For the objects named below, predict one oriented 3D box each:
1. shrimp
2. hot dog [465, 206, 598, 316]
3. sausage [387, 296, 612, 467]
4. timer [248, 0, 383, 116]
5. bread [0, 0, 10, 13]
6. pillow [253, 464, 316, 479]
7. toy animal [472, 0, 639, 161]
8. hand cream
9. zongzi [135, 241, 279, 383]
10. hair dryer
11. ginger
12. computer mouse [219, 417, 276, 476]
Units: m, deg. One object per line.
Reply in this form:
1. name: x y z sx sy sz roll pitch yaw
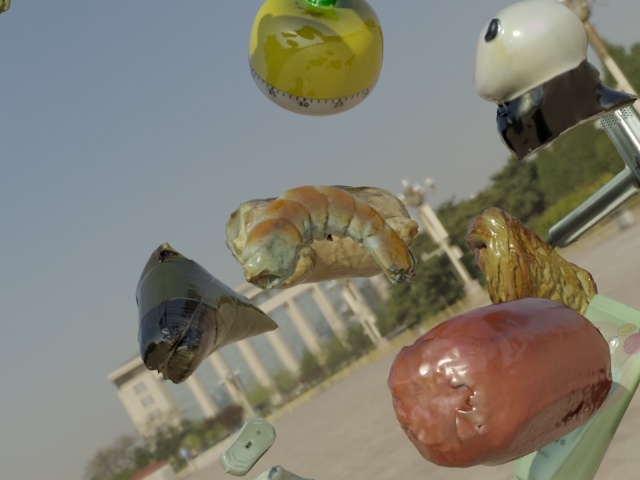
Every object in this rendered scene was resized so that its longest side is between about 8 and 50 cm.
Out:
1. shrimp: 0.010 0.018 0.999 0.161 0.166 0.049 -55 -3 -37
2. hot dog: 0.297 0.055 1.455 0.259 0.175 0.114 30 -55 -33
3. sausage: 0.182 0.136 0.983 0.280 0.152 0.152 -7 -23 -46
4. timer: -0.003 -0.398 1.863 0.285 0.285 0.285 -31 -7 -4
5. bread: -0.653 -0.427 1.680 0.252 0.196 0.238 7 69 44
6. pillow: -0.112 0.490 1.708 0.254 0.078 0.144 -51 -43 6
7. toy animal: 0.267 -0.201 1.181 0.166 0.179 0.138 -33 9 -18
8. hand cream: 0.327 0.223 1.247 0.305 0.093 0.147 -65 23 2
9. zongzi: -0.186 0.175 1.822 0.154 0.318 0.289 -55 26 24
10. hair dryer: 0.527 -0.023 1.639 0.156 0.320 0.284 -13 -35 -28
11. ginger: 0.000 0.000 1.349 0.276 0.130 0.221 -3 13 18
12. computer mouse: -0.118 0.331 1.568 0.110 0.056 0.032 -47 -11 -32
